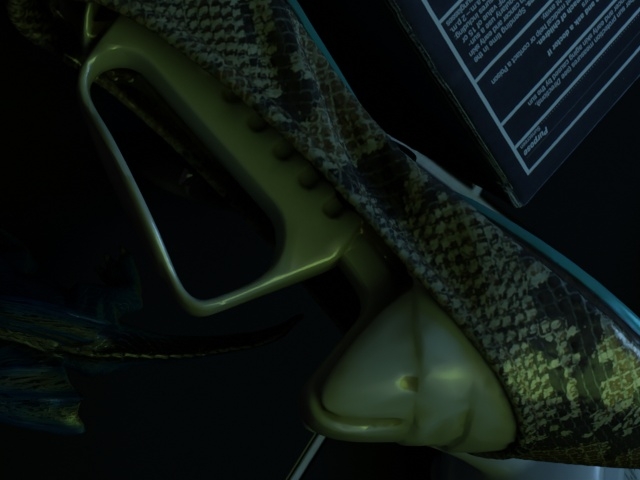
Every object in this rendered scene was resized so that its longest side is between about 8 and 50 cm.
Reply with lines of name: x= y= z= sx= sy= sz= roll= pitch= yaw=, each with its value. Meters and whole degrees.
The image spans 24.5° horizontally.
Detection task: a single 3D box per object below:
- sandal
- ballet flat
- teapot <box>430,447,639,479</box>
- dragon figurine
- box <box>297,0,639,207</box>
sandal: x=-0.031 y=-0.067 z=1.017 sx=0.254 sy=0.097 sz=0.054 roll=-10 pitch=121 yaw=-50
ballet flat: x=0.000 y=0.000 z=0.855 sx=0.182 sy=0.483 sz=0.164 roll=-42 pitch=177 yaw=-28
teapot: x=0.190 y=0.214 z=1.312 sx=0.252 sy=0.187 sz=0.256 roll=-38 pitch=122 yaw=-58
dragon figurine: x=-0.165 y=0.059 z=0.882 sx=0.144 sy=0.289 sz=0.085 roll=-66 pitch=171 yaw=-69
box: x=0.117 y=-0.237 z=0.981 sx=0.296 sy=0.183 sz=0.294 roll=-47 pitch=135 yaw=-9
